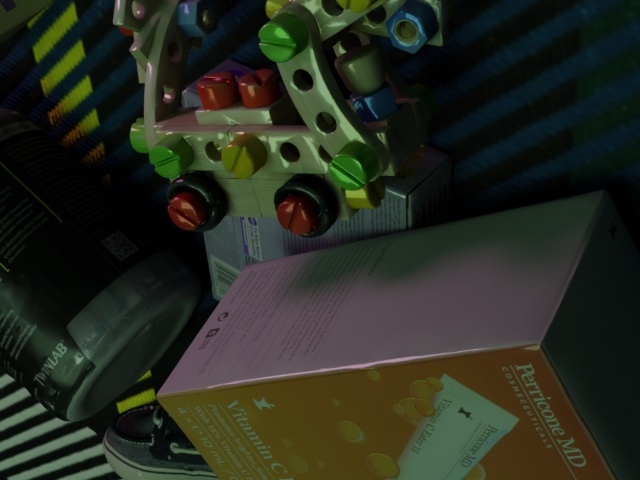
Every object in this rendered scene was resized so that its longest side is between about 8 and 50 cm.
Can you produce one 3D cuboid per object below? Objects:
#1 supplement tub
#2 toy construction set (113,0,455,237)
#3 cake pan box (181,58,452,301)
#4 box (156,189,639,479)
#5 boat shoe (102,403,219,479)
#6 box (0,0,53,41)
[{"bbox_3d":[-0.306,0.007,1.437,0.338,0.207,0.207,43,146,10],"label":"supplement tub"},{"bbox_3d":[-0.047,-0.118,1.027,0.328,0.151,0.215,14,129,44],"label":"toy construction set"},{"bbox_3d":[0.000,0.000,1.208,0.246,0.070,0.267,27,140,32],"label":"cake pan box"},{"bbox_3d":[0.087,0.122,1.053,0.345,0.168,0.215,-13,121,38],"label":"box"},{"bbox_3d":[-0.125,0.181,1.496,0.340,0.127,0.158,0,117,39],"label":"boat shoe"},{"bbox_3d":[-0.419,-0.240,1.292,0.117,0.243,0.213,-19,108,54],"label":"box"}]
